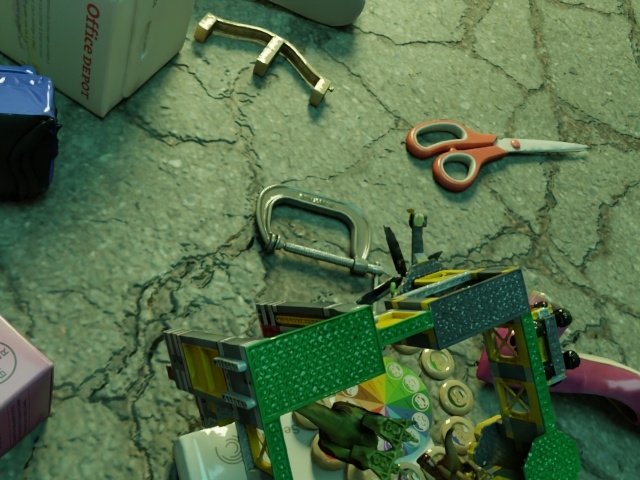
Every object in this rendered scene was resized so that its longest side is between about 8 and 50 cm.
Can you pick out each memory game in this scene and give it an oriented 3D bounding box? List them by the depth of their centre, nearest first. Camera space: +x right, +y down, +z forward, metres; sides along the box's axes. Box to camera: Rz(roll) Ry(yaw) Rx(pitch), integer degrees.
[{"bbox_3d":[0.062,0.150,0.650,0.186,0.012,0.186,11,56,-16],"label":"memory game"}]

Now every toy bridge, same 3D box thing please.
[{"bbox_3d":[-0.066,-0.239,0.904,0.188,0.026,0.063,28,51,-3],"label":"toy bridge"}]

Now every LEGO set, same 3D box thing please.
[{"bbox_3d":[0.027,0.137,0.563,0.331,0.192,0.255,-24,99,-29],"label":"LEGO set"}]

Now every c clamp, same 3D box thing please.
[{"bbox_3d":[0.000,0.000,0.776,0.161,0.022,0.137,20,53,-10],"label":"c clamp"}]

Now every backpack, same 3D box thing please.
[{"bbox_3d":[-0.295,-0.100,0.660,0.098,0.120,0.101,3,48,-18],"label":"backpack"}]

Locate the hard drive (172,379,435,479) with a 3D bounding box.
[{"bbox_3d":[0.036,0.306,0.574,0.233,0.047,0.353,-8,61,-27],"label":"hard drive"}]

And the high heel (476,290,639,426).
[{"bbox_3d":[0.287,0.171,0.766,0.244,0.082,0.117,40,84,-11],"label":"high heel"}]

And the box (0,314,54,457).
[{"bbox_3d":[-0.358,0.116,0.492,0.213,0.117,0.243,41,53,7],"label":"box"}]

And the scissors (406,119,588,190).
[{"bbox_3d":[0.250,-0.139,0.970,0.297,0.021,0.109,-18,65,-29],"label":"scissors"}]

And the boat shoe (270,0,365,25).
[{"bbox_3d":[-0.074,-0.404,0.957,0.306,0.113,0.105,17,47,-15],"label":"boat shoe"}]

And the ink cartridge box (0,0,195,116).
[{"bbox_3d":[-0.272,-0.290,0.761,0.233,0.171,0.168,34,52,1],"label":"ink cartridge box"}]
